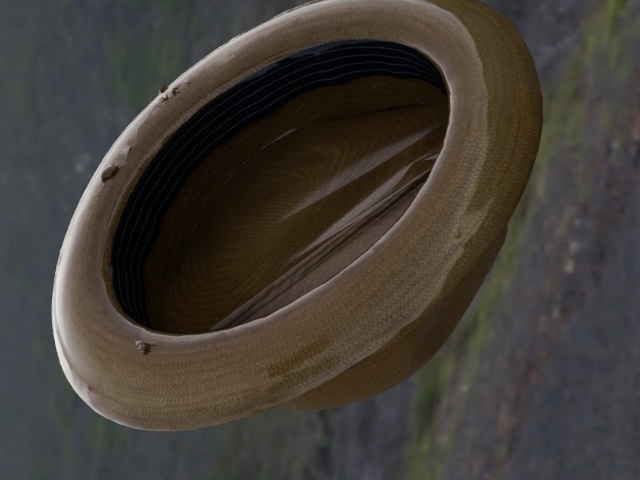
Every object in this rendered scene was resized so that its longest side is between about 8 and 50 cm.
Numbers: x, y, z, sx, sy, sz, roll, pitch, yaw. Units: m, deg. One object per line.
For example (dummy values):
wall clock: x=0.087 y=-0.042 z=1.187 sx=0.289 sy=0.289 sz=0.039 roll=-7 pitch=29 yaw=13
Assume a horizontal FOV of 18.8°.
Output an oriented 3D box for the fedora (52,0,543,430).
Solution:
fedora: x=0.000 y=0.000 z=0.672 sx=0.079 sy=0.194 sz=0.194 roll=48 pitch=-142 yaw=-41
